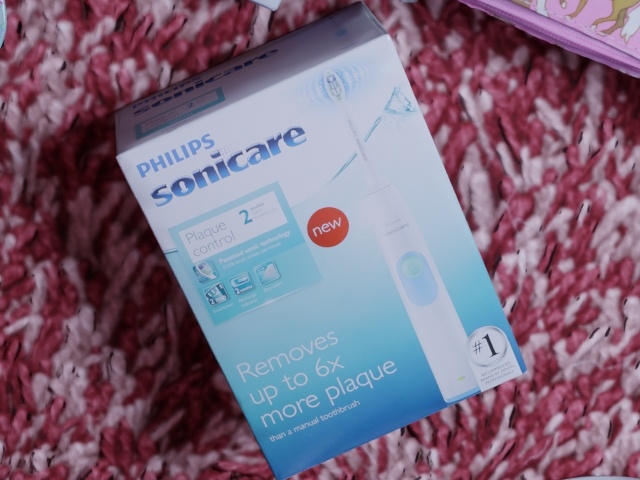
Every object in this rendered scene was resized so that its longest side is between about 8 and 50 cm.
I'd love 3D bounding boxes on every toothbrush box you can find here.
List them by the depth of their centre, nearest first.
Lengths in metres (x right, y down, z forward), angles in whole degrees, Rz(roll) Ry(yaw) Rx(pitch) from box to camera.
[{"bbox_3d":[0.000,0.000,1.215,0.216,0.126,0.295,-23,111,1],"label":"toothbrush box"}]

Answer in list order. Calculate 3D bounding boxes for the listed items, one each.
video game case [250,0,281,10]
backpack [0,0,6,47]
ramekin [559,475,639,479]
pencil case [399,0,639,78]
[{"bbox_3d":[-0.090,-0.332,1.111,0.244,0.061,0.269,21,106,-17],"label":"video game case"},{"bbox_3d":[-0.310,-0.146,1.120,0.182,0.115,0.152,-18,109,-4],"label":"backpack"},{"bbox_3d":[0.237,0.329,1.307,0.272,0.273,0.127,-11,124,-4],"label":"ramekin"},{"bbox_3d":[0.211,-0.203,1.154,0.386,0.160,0.167,20,114,-16],"label":"pencil case"}]
